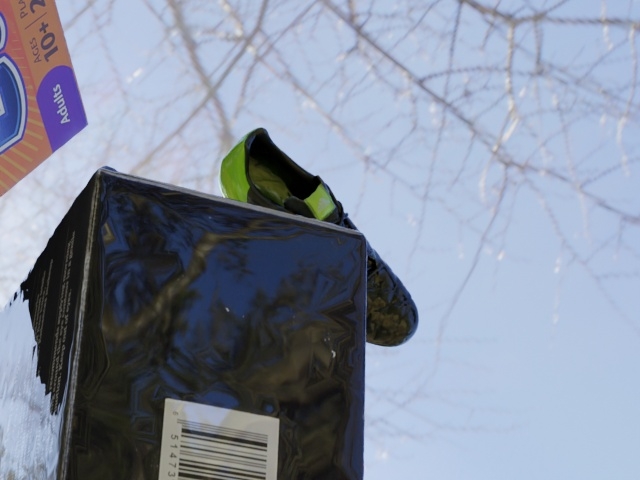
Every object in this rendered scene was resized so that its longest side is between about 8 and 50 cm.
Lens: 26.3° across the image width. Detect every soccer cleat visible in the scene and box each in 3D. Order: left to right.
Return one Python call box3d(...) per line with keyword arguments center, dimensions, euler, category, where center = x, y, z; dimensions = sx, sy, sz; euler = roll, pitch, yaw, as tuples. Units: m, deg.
box3d(center=(0.000, 0.000, 0.922), dimensions=(0.179, 0.060, 0.072), euler=(45, -28, 6), category="soccer cleat")

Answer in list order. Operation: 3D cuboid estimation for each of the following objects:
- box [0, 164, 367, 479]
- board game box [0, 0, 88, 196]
box3d(center=(-0.118, 0.185, 0.845), dimensions=(0.179, 0.343, 0.312), euler=(14, -28, -23), category="box")
box3d(center=(-0.471, -0.189, 1.130), dimensions=(0.356, 0.356, 0.356), euler=(23, -38, 29), category="board game box")
